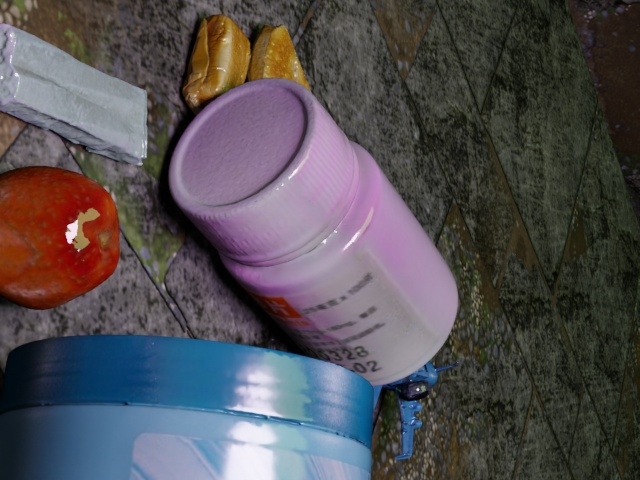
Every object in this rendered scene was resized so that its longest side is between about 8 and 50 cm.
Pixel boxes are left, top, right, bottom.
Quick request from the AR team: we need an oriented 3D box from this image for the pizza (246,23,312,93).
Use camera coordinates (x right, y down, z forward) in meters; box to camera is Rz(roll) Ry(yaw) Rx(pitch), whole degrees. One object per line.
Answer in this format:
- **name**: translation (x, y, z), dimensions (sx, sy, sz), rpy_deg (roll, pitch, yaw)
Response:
- **pizza**: translation (-0.058, -0.189, 1.541), dimensions (0.134, 0.046, 0.175), rpy_deg (41, 49, -50)

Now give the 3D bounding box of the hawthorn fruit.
- **hawthorn fruit**: translation (-0.245, -0.002, 1.057), dimensions (0.133, 0.138, 0.133), rpy_deg (23, 65, -62)

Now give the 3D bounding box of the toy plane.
- **toy plane**: translation (0.115, 0.190, 1.724), dimensions (0.271, 0.105, 0.254), rpy_deg (12, 59, -56)

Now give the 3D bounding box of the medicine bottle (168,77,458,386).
- **medicine bottle**: translation (0.000, 0.000, 1.421), dimensions (0.388, 0.219, 0.219), rpy_deg (50, 42, -46)

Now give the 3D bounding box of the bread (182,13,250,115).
- **bread**: translation (-0.123, -0.204, 1.418), dimensions (0.074, 0.053, 0.132), rpy_deg (48, 43, -53)

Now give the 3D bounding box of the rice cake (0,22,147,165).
- **rice cake**: translation (-0.249, -0.143, 1.183), dimensions (0.226, 0.040, 0.085), rpy_deg (23, 65, -59)

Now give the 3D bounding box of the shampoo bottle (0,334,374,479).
- **shampoo bottle**: translation (-0.128, 0.284, 1.010), dimensions (0.331, 0.331, 0.343), rpy_deg (33, 58, -55)
